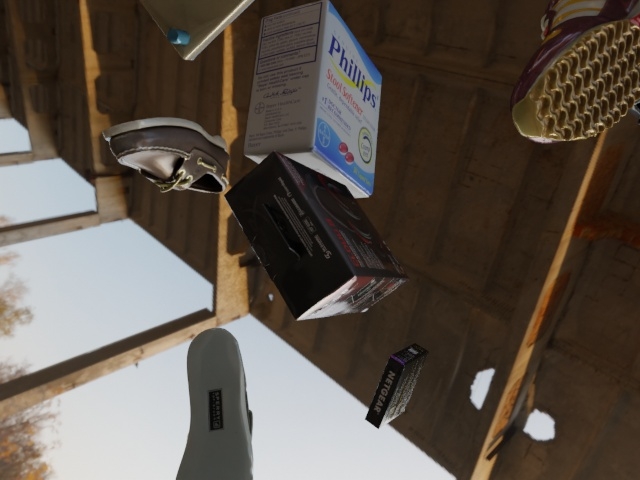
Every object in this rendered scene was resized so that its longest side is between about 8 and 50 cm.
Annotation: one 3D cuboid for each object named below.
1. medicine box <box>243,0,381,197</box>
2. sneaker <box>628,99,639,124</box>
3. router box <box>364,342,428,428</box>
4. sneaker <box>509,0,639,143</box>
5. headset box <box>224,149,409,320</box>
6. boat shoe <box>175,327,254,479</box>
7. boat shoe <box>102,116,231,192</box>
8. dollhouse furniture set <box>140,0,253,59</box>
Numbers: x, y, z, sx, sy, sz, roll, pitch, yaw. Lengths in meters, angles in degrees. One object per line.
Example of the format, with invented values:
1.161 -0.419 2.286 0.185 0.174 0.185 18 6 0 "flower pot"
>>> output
-0.001 -0.257 0.960 0.149 0.263 0.290 -1 -104 29 "medicine box"
0.423 -0.200 0.580 0.126 0.321 0.128 -43 -131 51 "sneaker"
0.183 0.343 1.151 0.046 0.133 0.179 28 -72 32 "router box"
0.179 -0.131 0.332 0.084 0.185 0.070 29 -26 56 "sneaker"
0.000 0.000 0.750 0.110 0.293 0.218 -39 -110 17 "headset box"
-0.104 0.206 0.513 0.070 0.077 0.220 87 1 -66 "boat shoe"
-0.234 -0.131 0.804 0.116 0.324 0.097 -10 -88 9 "boat shoe"
-0.119 -0.276 0.414 0.286 0.198 0.303 -36 -85 22 "dollhouse furniture set"
